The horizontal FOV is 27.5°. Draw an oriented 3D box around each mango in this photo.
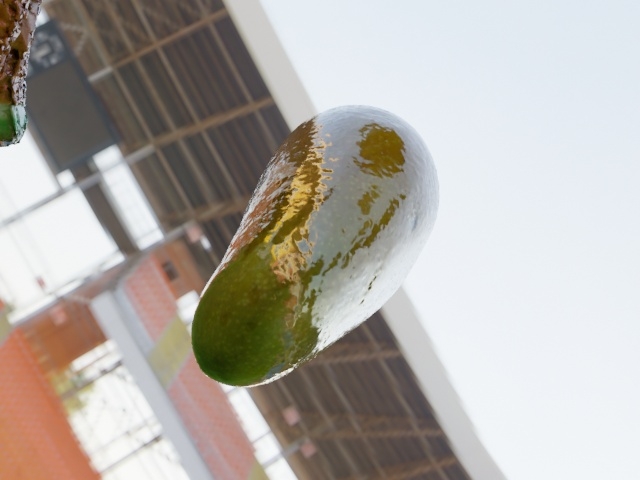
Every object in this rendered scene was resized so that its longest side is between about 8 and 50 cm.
[{"bbox_3d":[0.000,0.000,0.690,0.099,0.227,0.136,36,-60,1],"label":"mango"}]

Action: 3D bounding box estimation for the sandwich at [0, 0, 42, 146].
[{"bbox_3d":[-0.106,-0.068,0.337,0.101,0.069,0.026,49,-6,-19],"label":"sandwich"}]
